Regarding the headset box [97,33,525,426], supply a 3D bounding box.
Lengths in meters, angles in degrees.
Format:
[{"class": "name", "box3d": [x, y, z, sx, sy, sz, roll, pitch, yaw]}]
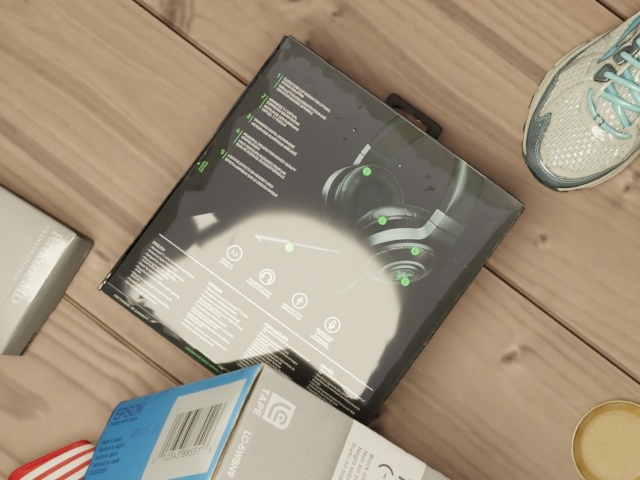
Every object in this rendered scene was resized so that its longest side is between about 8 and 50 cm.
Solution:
[{"class": "headset box", "box3d": [0.000, 0.000, 1.247, 0.246, 0.131, 0.283, 35, 89, 3]}]

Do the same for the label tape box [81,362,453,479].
[{"class": "label tape box", "box3d": [0.005, 0.234, 1.163, 0.334, 0.241, 0.106, 34, 62, -22]}]

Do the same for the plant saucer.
[{"class": "plant saucer", "box3d": [0.261, 0.181, 1.293, 0.083, 0.015, 0.083, 0, 88, 1]}]

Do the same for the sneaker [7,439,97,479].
[{"class": "sneaker", "box3d": [-0.227, 0.273, 1.283, 0.128, 0.087, 0.221, 34, 99, 28]}]

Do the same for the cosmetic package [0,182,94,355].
[{"class": "cosmetic package", "box3d": [-0.330, -0.011, 1.270, 0.238, 0.107, 0.127, 29, 86, 5]}]

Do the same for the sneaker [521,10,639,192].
[{"class": "sneaker", "box3d": [0.283, -0.156, 1.252, 0.283, 0.122, 0.110, -44, 87, -1]}]
